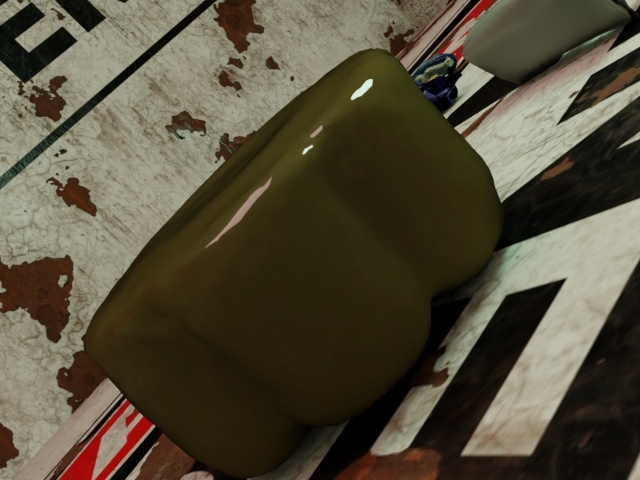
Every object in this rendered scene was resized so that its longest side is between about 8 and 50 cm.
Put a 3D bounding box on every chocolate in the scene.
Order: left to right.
[{"bbox_3d":[0.182,-0.283,1.776,0.148,0.126,0.343,5,-29,-44],"label":"chocolate"}]

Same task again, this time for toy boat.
[{"bbox_3d":[0.247,-0.341,1.972,0.220,0.067,0.291,-39,23,42],"label":"toy boat"}]

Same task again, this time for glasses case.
[{"bbox_3d":[0.336,-0.328,1.185,0.083,0.128,0.308,-58,13,-17],"label":"glasses case"}]

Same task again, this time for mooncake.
[{"bbox_3d":[-0.023,0.021,0.886,0.467,0.262,0.467,-42,11,10],"label":"mooncake"}]
